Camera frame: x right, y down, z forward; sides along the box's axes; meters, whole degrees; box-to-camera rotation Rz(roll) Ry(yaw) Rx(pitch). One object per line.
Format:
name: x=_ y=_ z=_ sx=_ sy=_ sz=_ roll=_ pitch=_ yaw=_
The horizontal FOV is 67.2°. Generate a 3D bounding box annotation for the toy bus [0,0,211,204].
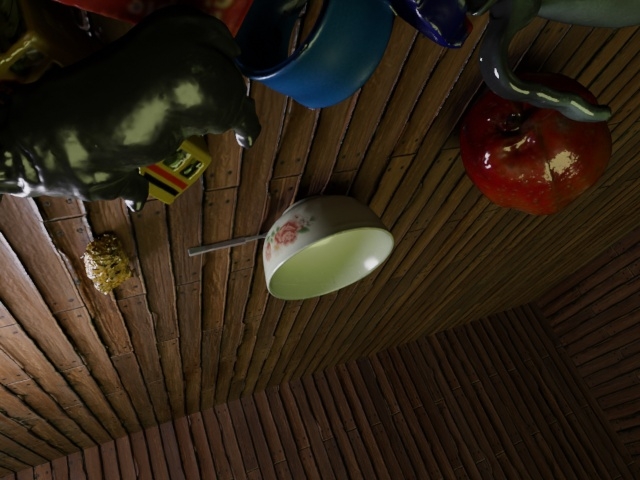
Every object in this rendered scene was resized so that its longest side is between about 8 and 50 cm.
toy bus: x=-0.266 y=-0.155 z=0.518 sx=0.123 sy=0.121 sz=0.335 roll=-35 pitch=152 yaw=11

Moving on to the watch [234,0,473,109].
watch: x=0.006 y=-0.238 z=0.504 sx=0.171 sy=0.196 sz=0.200 roll=20 pitch=124 yaw=-43

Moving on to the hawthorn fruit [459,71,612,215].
hawthorn fruit: x=0.369 y=-0.171 z=0.845 sx=0.254 sy=0.254 sz=0.300 roll=-35 pitch=164 yaw=23

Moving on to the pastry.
pastry: x=-0.385 y=0.046 z=0.874 sx=0.080 sy=0.056 sz=0.140 roll=-27 pitch=154 yaw=-19

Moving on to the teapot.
teapot: x=0.239 y=-0.302 z=0.519 sx=0.285 sy=0.223 sz=0.305 roll=-8 pitch=125 yaw=-11

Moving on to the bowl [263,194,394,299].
bowl: x=0.000 y=0.000 z=1.002 sx=0.277 sy=0.145 sz=0.277 roll=-20 pitch=155 yaw=-10

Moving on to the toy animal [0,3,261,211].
toy animal: x=-0.221 y=-0.091 z=0.431 sx=0.343 sy=0.106 sz=0.168 roll=-22 pitch=152 yaw=-11

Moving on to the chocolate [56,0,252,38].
chocolate: x=-0.135 y=-0.287 z=0.385 sx=0.237 sy=0.108 sz=0.235 roll=0 pitch=148 yaw=-41

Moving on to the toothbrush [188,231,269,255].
toothbrush: x=-0.179 y=0.005 z=1.012 sx=0.194 sy=0.014 sz=0.017 roll=-12 pitch=155 yaw=-22
